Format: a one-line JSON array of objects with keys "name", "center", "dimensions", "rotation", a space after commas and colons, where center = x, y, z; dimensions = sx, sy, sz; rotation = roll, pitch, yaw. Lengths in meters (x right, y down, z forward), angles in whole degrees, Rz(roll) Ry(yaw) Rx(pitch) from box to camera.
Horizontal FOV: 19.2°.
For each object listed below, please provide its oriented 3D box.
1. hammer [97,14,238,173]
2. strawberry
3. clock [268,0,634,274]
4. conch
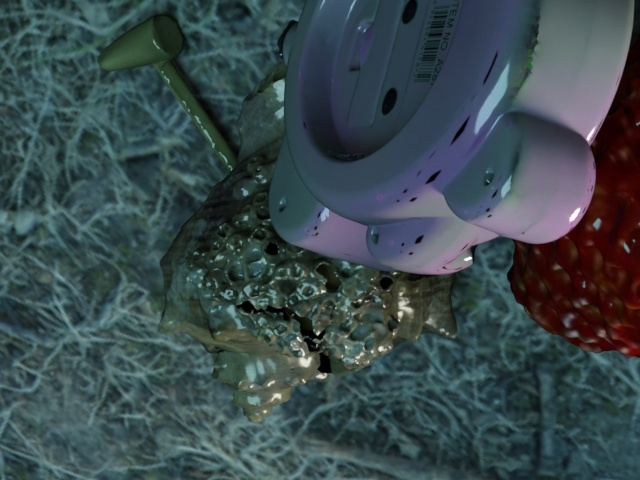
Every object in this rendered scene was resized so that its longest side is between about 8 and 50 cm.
[{"name": "hammer", "center": [-0.069, -0.051, 1.202], "dimensions": [0.060, 0.028, 0.195], "rotation": [-25, 107, 37]}, {"name": "strawberry", "center": [0.193, -0.018, 1.027], "dimensions": [0.205, 0.205, 0.244], "rotation": [53, 144, -11]}, {"name": "clock", "center": [0.068, -0.095, 0.959], "dimensions": [0.090, 0.248, 0.227], "rotation": [17, 85, -26]}, {"name": "conch", "center": [0.000, 0.000, 1.143], "dimensions": [0.178, 0.163, 0.245], "rotation": [4, 104, -27]}]
